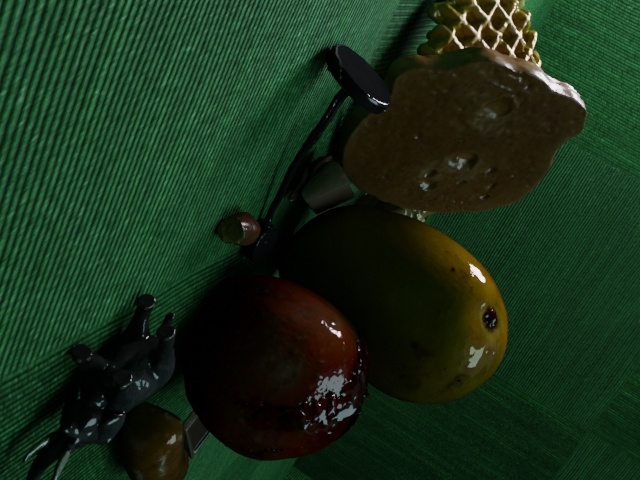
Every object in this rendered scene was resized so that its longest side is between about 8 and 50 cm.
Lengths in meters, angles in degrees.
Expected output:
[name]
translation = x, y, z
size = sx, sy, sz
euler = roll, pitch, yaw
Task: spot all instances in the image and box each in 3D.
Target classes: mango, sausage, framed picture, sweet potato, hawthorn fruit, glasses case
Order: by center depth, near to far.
[sweet potato]
translation = -0.106, -0.015, 1.184
size = 0.049, 0.049, 0.117
euler = -60, 168, 9
[sausage]
translation = -0.261, 0.330, 1.315
size = 0.109, 0.109, 0.270
euler = -52, 167, -28
[hawthorn fruit]
translation = -0.078, 0.196, 1.317
size = 0.316, 0.316, 0.316
euler = -55, 168, -17
[glasses case]
translation = -0.006, -0.092, 1.396
size = 0.103, 0.070, 0.193
euler = -26, 174, 3
[mango]
translation = 0.114, 0.101, 1.455
size = 0.232, 0.446, 0.299
euler = -19, 129, -48
[framed picture]
translation = -0.192, 0.308, 1.744
size = 0.289, 0.016, 0.213
euler = -52, 167, -25

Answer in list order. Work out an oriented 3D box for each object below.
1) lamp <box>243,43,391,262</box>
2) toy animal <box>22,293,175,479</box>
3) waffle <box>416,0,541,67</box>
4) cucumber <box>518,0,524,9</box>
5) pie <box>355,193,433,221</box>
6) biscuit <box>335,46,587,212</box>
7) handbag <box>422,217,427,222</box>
[lamp]
translation = -0.010, -0.096, 1.221
size = 0.371, 0.109, 0.130
euler = -63, 164, 23
[toy animal]
translation = -0.254, 0.177, 0.977
size = 0.269, 0.082, 0.137
euler = -49, 165, -39
[waffle]
translation = 0.299, -0.316, 1.523
size = 0.329, 0.062, 0.328
euler = -5, 97, -40
[cucumber]
translation = 0.367, -0.476, 1.848
size = 0.325, 0.105, 0.145
euler = 102, -4, -59
[pie]
translation = 0.179, -0.097, 1.781
size = 0.340, 0.083, 0.339
euler = -36, -171, 7
[biscuit]
translation = 0.232, -0.181, 1.443
size = 0.365, 0.386, 0.062
euler = 123, -28, -46
[handbag]
translation = 0.154, 0.030, 2.221
size = 0.329, 0.122, 0.303
euler = -40, 159, -52
